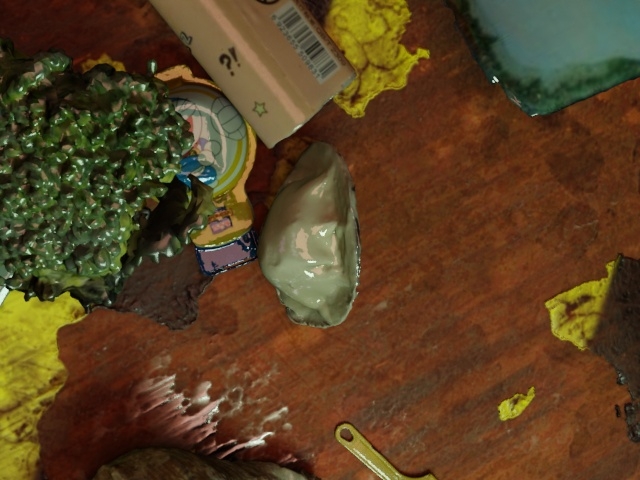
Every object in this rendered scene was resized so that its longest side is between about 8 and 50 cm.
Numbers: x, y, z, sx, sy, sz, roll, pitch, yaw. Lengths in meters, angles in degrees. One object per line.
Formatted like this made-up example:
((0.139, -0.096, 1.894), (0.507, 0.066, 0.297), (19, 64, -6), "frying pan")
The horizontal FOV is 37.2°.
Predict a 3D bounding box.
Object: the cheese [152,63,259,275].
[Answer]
((-0.154, -0.092, 1.226), (0.176, 0.069, 0.270), (-21, 97, -13), "cheese")

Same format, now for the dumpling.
((0.000, 0.000, 1.209), (0.142, 0.172, 0.247), (-7, 105, -36), "dumpling")

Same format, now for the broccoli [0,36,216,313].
((-0.293, -0.076, 1.067), (0.324, 0.272, 0.334), (28, 128, 22), "broccoli")

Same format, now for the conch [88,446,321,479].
((-0.142, 0.402, 1.190), (0.352, 0.210, 0.297), (-3, 108, -12), "conch")

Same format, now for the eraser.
((-0.092, -0.284, 1.217), (0.171, 0.087, 0.290), (-45, 103, -29), "eraser")

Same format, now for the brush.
((0.096, 0.328, 1.337), (0.205, 0.011, 0.083), (45, 83, -11), "brush")

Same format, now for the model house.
((0.357, -0.411, 1.265), (0.360, 0.297, 0.339), (57, 43, -10), "model house")

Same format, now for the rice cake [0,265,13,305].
((-0.463, 0.084, 1.169), (0.127, 0.043, 0.237), (33, 83, -14), "rice cake")
